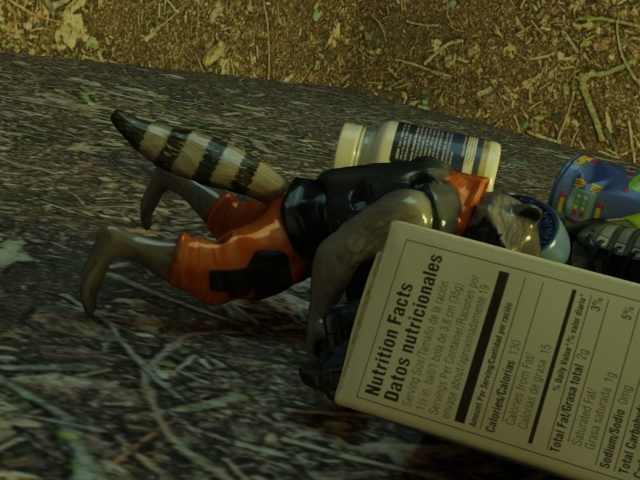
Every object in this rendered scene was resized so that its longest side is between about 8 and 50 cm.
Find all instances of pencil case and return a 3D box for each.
[{"bbox_3d":[0.439,-0.018,1.492,0.306,0.119,0.133,18,42,28],"label":"pencil case"}]

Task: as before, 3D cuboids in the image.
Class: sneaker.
[{"bbox_3d":[0.320,0.037,1.214,0.121,0.111,0.300,0,7,-6],"label":"sneaker"},{"bbox_3d":[0.152,0.017,1.050,0.090,0.081,0.232,53,-15,-19],"label":"sneaker"}]

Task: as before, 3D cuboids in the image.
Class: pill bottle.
[{"bbox_3d":[0.102,-0.076,1.283,0.169,0.094,0.094,13,11,6],"label":"pill bottle"}]

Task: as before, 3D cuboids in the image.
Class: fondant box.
[{"bbox_3d":[0.198,0.096,0.604,0.330,0.096,0.238,16,-7,19],"label":"fondant box"}]

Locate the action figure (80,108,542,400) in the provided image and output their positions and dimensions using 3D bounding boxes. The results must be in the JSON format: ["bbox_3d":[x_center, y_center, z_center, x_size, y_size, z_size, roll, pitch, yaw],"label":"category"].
[{"bbox_3d":[0.000,0.000,0.865,0.330,0.178,0.341,2,7,5],"label":"action figure"}]
